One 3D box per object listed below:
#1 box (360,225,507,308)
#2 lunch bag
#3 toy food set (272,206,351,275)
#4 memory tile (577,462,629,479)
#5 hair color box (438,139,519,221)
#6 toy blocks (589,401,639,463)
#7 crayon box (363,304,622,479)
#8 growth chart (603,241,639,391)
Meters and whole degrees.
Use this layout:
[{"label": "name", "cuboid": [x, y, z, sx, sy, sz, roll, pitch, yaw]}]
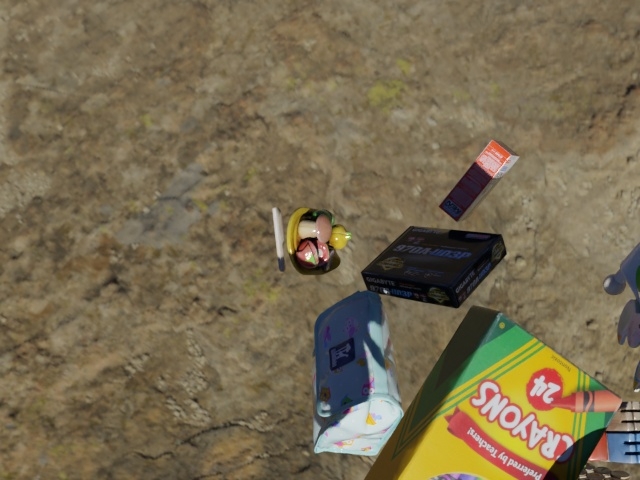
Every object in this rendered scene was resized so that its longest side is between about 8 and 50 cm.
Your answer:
[{"label": "box", "cuboid": [0.213, 0.045, 1.494, 0.220, 0.051, 0.175, 8, 39, 46]}, {"label": "lunch bag", "cuboid": [0.065, 0.244, 1.440, 0.160, 0.262, 0.223, 4, 54, -8]}, {"label": "toy food set", "cuboid": [0.000, 0.000, 1.448, 0.071, 0.218, 0.128, -4, 87, 28]}, {"label": "memory tile", "cuboid": [0.556, 0.489, 1.615, 0.113, 0.148, 0.012, 7, 100, 43]}, {"label": "hair color box", "cuboid": [0.315, -0.117, 1.562, 0.053, 0.093, 0.167, 43, 110, 15]}, {"label": "toy blocks", "cuboid": [0.501, 0.339, 1.410, 0.382, 0.261, 0.190, 6, 77, -24]}, {"label": "crayon box", "cuboid": [0.189, 0.264, 0.934, 0.202, 0.081, 0.318, 34, 83, -14]}, {"label": "growth chart", "cuboid": [0.234, 0.045, 0.459, 0.021, 0.171, 0.237, 20, 32, -8]}]
